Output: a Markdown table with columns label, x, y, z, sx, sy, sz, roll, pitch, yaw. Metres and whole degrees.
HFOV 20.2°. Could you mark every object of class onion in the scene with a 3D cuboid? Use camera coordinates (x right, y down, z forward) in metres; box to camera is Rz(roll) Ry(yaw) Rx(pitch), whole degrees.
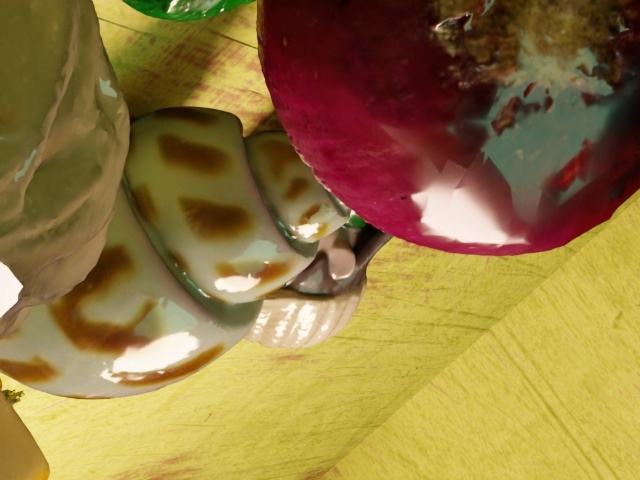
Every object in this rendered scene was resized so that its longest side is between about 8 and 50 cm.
| label | x | y | z | sx | sy | sz | roll | pitch | yaw |
| --- | --- | --- | --- | --- | --- | --- | --- | --- | --- |
| onion | 0.100 | -0.172 | 1.325 | 0.348 | 0.348 | 0.385 | -37 | -160 | -7 |

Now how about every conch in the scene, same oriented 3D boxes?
| label | x | y | z | sx | sy | sz | roll | pitch | yaw |
| --- | --- | --- | --- | --- | --- | --- | --- | --- | --- |
| conch | -0.140 | 0.002 | 1.399 | 0.368 | 0.197 | 0.249 | -41 | 149 | -1 |

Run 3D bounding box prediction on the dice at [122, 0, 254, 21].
| label | x | y | z | sx | sy | sz | roll | pitch | yaw |
| --- | --- | --- | --- | --- | --- | --- | --- | --- | --- |
| dice | -0.071 | -0.211 | 1.053 | 0.128 | 0.131 | 0.120 | -28 | 162 | -39 |

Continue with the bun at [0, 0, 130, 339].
| label | x | y | z | sx | sy | sz | roll | pitch | yaw |
| --- | --- | --- | --- | --- | --- | --- | --- | --- | --- |
| bun | -0.261 | -0.025 | 0.996 | 0.359 | 0.211 | 0.360 | -35 | 165 | -11 |

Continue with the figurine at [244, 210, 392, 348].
| label | x | y | z | sx | sy | sz | roll | pitch | yaw |
| --- | --- | --- | --- | --- | --- | --- | --- | --- | --- |
| figurine | 0.017 | -0.038 | 1.663 | 0.332 | 0.185 | 0.204 | -37 | 130 | 9 |

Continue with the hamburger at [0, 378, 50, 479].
| label | x | y | z | sx | sy | sz | roll | pitch | yaw |
| --- | --- | --- | --- | --- | --- | --- | --- | --- | --- |
| hamburger | -0.359 | 0.209 | 1.455 | 0.276 | 0.179 | 0.294 | -41 | 180 | 7 |
